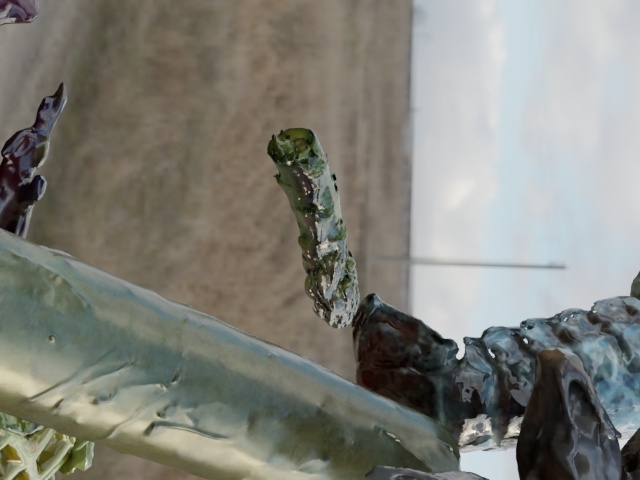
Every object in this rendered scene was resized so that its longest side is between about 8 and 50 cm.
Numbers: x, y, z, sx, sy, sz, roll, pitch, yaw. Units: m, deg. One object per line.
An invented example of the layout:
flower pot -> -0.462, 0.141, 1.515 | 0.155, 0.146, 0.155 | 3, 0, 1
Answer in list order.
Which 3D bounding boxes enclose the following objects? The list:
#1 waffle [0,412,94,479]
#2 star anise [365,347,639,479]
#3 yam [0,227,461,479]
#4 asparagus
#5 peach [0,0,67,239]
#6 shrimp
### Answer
waffle -> -0.225, 0.140, 0.765 | 0.054, 0.214, 0.208 | 61, 24, 13
star anise -> 0.103, 0.151, 0.622 | 0.063, 0.172, 0.208 | -174, -94, -71
yam -> -0.090, 0.057, 0.633 | 0.083, 0.371, 0.083 | -33, -137, 37
asparagus -> 0.000, 0.000, 0.854 | 0.030, 0.036, 0.165 | -118, -169, -45
peach -> -0.313, -0.097, 0.881 | 0.339, 0.353, 0.416 | -93, 168, -50
shrimp -> 0.223, 0.059, 0.851 | 0.166, 0.411, 0.221 | 35, -48, 54
